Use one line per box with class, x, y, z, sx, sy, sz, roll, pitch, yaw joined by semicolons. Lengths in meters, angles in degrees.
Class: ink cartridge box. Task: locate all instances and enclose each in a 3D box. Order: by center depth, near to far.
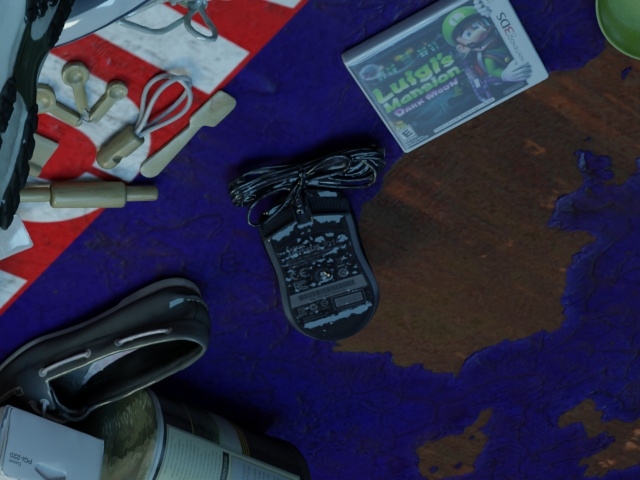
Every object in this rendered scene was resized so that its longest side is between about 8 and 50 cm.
ink cartridge box;-0.399;0.284;2.082;0.218;0.092;0.158;-16;148;42

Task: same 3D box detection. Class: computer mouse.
computer mouse;0.000;0.000;2.007;0.188;0.072;0.272;-14;126;-3

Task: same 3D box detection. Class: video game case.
video game case;0.142;-0.195;1.878;0.190;0.022;0.173;-28;137;10

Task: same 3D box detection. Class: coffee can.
coffee can;-0.176;0.315;2.171;0.201;0.201;0.275;-41;133;23

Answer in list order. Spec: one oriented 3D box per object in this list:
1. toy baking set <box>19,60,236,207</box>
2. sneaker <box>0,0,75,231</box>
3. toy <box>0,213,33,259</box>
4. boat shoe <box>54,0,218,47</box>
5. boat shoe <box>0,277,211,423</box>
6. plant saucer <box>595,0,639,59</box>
toy baking set;-0.226;-0.108;1.832;0.256;0.030;0.197;2;134;-22
sneaker;-0.329;-0.203;1.476;0.182;0.410;0.158;10;163;7
toy;-0.452;-0.006;1.838;0.237;0.056;0.137;-23;127;-4
boat shoe;-0.124;-0.275;1.632;0.367;0.136;0.156;-34;140;3
boat shoe;-0.282;0.161;2.048;0.335;0.095;0.112;-31;139;13
plant saucer;0.413;-0.301;1.852;0.241;0.037;0.241;-11;138;-10
